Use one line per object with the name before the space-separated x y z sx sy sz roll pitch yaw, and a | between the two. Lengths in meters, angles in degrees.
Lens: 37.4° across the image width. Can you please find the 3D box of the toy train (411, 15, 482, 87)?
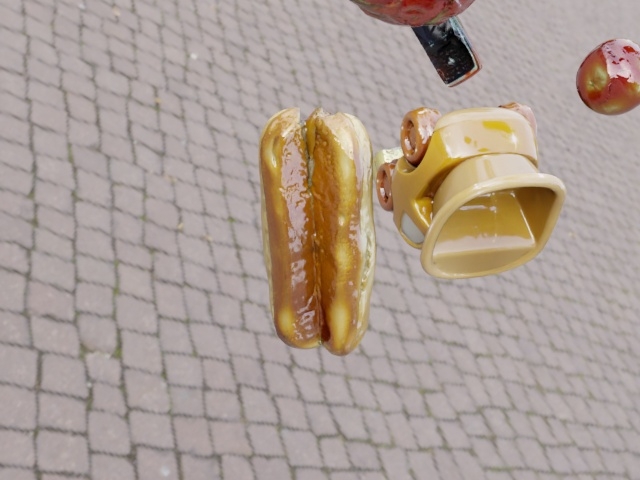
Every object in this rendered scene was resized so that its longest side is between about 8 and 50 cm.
toy train | 0.195 -0.481 1.859 0.409 0.086 0.089 62 20 12

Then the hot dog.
hot dog | 0.000 0.000 1.108 0.135 0.337 0.100 3 32 11

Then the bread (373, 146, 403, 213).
bread | 0.235 -0.132 1.776 0.266 0.141 0.178 -11 48 -8

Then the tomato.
tomato | 0.325 -0.183 1.054 0.075 0.087 0.087 1 50 -39

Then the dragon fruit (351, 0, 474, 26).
dragon fruit | 0.126 -0.446 1.431 0.299 0.244 0.244 7 35 5

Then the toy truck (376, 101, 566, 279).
toy truck | 0.213 -0.076 1.359 0.204 0.288 0.211 -4 58 -16
